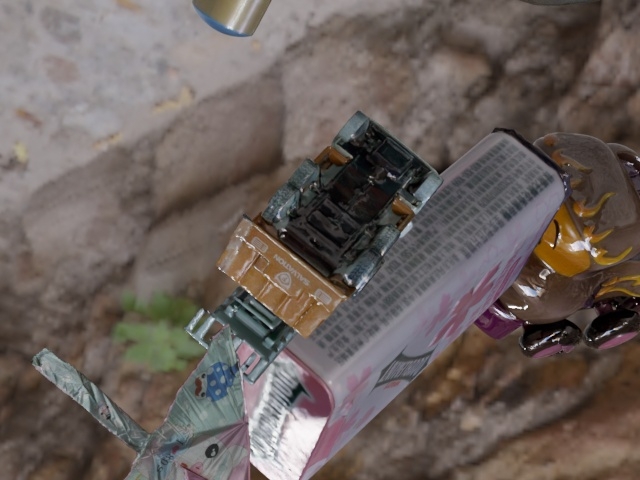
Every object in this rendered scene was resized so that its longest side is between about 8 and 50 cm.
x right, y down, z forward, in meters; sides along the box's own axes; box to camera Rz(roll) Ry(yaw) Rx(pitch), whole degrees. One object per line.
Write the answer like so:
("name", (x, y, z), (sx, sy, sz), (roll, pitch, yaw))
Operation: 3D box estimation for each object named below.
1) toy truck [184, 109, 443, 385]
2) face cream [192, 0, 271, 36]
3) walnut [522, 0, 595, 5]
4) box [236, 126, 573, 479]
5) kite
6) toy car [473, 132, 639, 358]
("toy truck", (0.001, 0.001, 0.894), (0.080, 0.178, 0.115), (39, 126, 3))
("face cream", (-0.041, -0.320, 1.337), (0.067, 0.139, 0.285), (20, 116, -20))
("walnut", (0.175, -0.271, 1.010), (0.224, 0.224, 0.224), (9, 151, 5))
("box", (0.073, 0.053, 1.298), (0.112, 0.369, 0.190), (40, 142, 13))
("kite", (-0.080, 0.094, 0.627), (0.152, 0.137, 0.005), (36, 174, -41))
("toy car", (0.318, -0.019, 1.717), (0.340, 0.271, 0.240), (-8, 158, -35))
